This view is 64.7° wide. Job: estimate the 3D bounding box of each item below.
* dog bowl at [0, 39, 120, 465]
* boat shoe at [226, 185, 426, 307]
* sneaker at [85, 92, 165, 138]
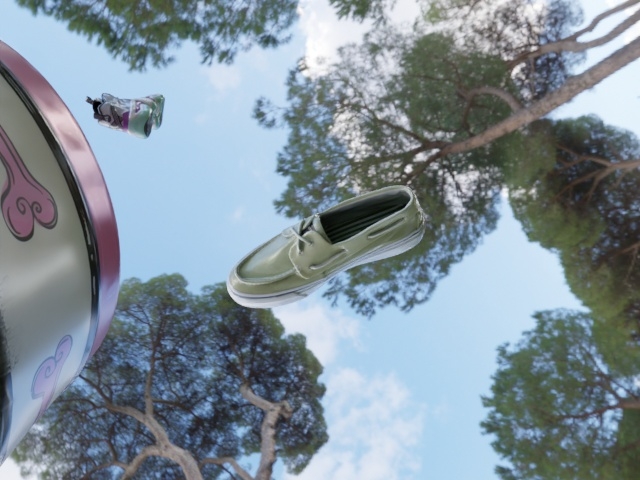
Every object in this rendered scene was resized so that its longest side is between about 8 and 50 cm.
[{"bbox_3d":[-0.341,-0.002,0.403,0.407,0.408,0.150,68,-153,-10],"label":"dog bowl"},{"bbox_3d":[0.000,0.000,0.716,0.302,0.109,0.094,-23,-37,1],"label":"boat shoe"},{"bbox_3d":[-0.196,-0.132,0.503,0.069,0.098,0.038,12,-71,-10],"label":"sneaker"}]
